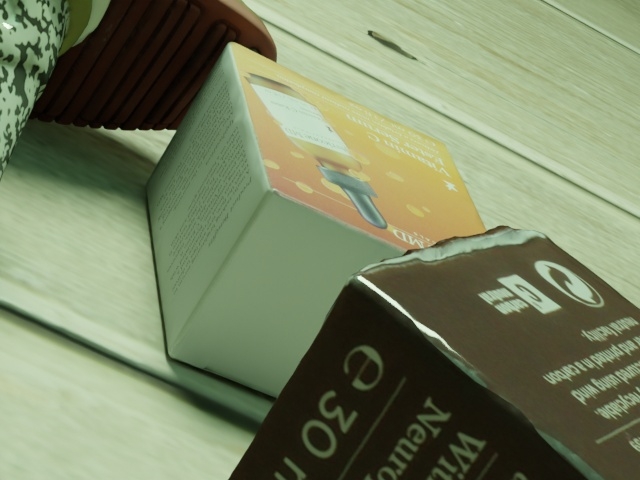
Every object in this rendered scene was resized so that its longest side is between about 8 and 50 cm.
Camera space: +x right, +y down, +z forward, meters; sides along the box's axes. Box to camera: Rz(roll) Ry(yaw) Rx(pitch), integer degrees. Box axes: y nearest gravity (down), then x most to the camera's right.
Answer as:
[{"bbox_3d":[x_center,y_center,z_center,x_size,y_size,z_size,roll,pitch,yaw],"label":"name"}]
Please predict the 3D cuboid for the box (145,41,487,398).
[{"bbox_3d":[0.000,0.000,0.851,0.130,0.091,0.170,24,21,-21],"label":"box"}]

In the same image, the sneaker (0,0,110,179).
[{"bbox_3d":[-0.272,-0.119,0.671,0.410,0.158,0.182,15,52,-10],"label":"sneaker"}]

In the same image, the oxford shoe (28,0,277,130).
[{"bbox_3d":[-0.175,-0.160,0.881,0.348,0.123,0.130,22,39,-28],"label":"oxford shoe"}]

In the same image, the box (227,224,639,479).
[{"bbox_3d":[0.126,0.186,0.459,0.381,0.191,0.143,38,21,19],"label":"box"}]
